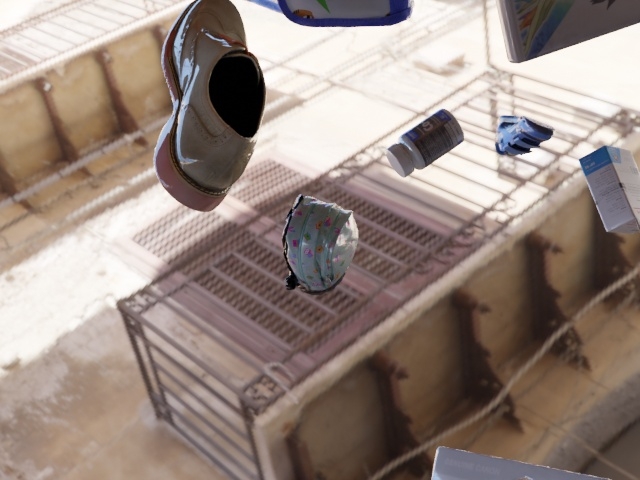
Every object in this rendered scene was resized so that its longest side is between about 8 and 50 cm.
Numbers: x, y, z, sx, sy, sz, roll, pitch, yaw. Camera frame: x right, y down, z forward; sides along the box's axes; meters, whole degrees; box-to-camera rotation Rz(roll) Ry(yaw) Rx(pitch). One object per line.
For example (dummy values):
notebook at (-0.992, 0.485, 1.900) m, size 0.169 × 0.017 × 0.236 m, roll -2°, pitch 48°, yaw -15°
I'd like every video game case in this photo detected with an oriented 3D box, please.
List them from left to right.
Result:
video game case at (0.351, -0.435, 1.284) m, size 0.300 × 0.036 × 0.329 m, roll -20°, pitch -71°, yaw -14°

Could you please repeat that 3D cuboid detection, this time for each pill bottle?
pill bottle at (0.193, -0.180, 1.815) m, size 0.137 × 0.078 × 0.078 m, roll -34°, pitch -47°, yaw -8°

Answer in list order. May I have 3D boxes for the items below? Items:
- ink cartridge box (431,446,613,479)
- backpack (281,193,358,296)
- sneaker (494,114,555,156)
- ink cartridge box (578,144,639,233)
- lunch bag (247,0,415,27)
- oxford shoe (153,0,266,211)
ink cartridge box at (0.239, 0.459, 1.141) m, size 0.091 × 0.308 × 0.385 m, roll 19°, pitch -103°, yaw -38°
backpack at (0.000, 0.000, 1.643) m, size 0.182 × 0.115 × 0.152 m, roll 75°, pitch -152°, yaw -61°
sneaker at (0.299, -0.151, 1.432) m, size 0.053 × 0.144 × 0.059 m, roll 20°, pitch -88°, yaw -12°
ink cartridge box at (0.532, -0.072, 1.714) m, size 0.104 × 0.060 × 0.180 m, roll 3°, pitch -116°, yaw -48°
lunch bag at (-0.002, -0.517, 1.499) m, size 0.239 × 0.385 × 0.328 m, roll -23°, pitch -58°, yaw -21°
oxford shoe at (-0.125, -0.219, 1.314) m, size 0.140 × 0.397 × 0.146 m, roll 25°, pitch -48°, yaw -31°
